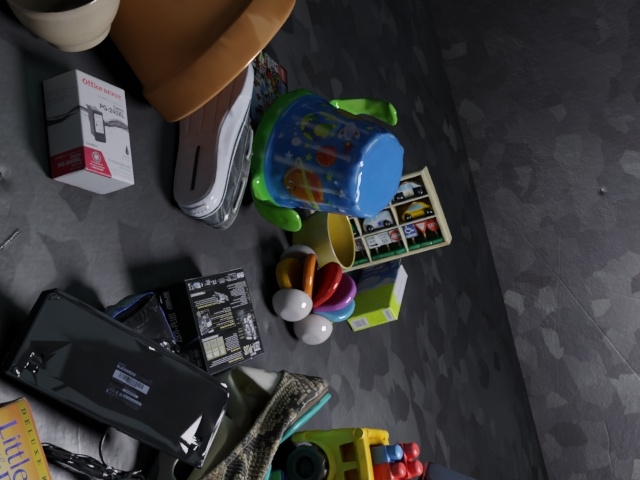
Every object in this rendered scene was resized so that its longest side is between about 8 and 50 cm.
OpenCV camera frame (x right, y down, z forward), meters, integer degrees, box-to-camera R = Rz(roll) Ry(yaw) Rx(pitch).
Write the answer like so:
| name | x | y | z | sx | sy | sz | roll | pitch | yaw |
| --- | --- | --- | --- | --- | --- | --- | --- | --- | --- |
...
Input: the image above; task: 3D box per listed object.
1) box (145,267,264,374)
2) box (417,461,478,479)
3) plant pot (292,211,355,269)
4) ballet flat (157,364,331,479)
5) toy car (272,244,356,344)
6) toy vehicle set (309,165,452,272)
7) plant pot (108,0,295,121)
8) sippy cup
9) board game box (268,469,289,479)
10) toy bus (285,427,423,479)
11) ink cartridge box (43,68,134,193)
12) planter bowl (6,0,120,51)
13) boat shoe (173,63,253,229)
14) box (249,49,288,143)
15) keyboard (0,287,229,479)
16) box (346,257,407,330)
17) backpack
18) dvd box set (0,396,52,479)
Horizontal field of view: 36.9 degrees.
| name | x | y | z | sx | sy | sz | roll | pitch | yaw |
| --- | --- | --- | --- | --- | --- | --- | --- | --- | --- |
| box | -0.176 | 0.129 | 1.489 | 0.180 | 0.078 | 0.147 | -13 | 88 | -65 |
| box | 0.191 | 0.628 | 1.595 | 0.293 | 0.212 | 0.395 | -62 | 171 | -56 |
| plant pot | 0.000 | 0.000 | 1.916 | 0.134 | 0.095 | 0.134 | -12 | 90 | -67 |
| ballet flat | -0.126 | 0.295 | 1.444 | 0.182 | 0.164 | 0.483 | 46 | 30 | -3 |
| toy car | -0.002 | 0.095 | 1.812 | 0.182 | 0.136 | 0.159 | 53 | 32 | -39 |
| toy vehicle set | 0.122 | -0.039 | 1.999 | 0.165 | 0.267 | 0.035 | 68 | 24 | -13 |
| plant pot | -0.211 | -0.358 | 1.495 | 0.203 | 0.291 | 0.290 | 44 | 35 | -21 |
| sippy cup | 0.025 | -0.148 | 1.802 | 0.240 | 0.224 | 0.305 | 21 | 89 | -57 |
| board game box | -0.046 | 0.499 | 1.607 | 0.136 | 0.035 | 0.201 | 40 | 41 | -52 |
| toy bus | 0.070 | 0.417 | 1.607 | 0.149 | 0.212 | 0.220 | 27 | 52 | -61 |
| ink cartridge box | -0.326 | -0.152 | 1.350 | 0.109 | 0.063 | 0.150 | 17 | 61 | -62 |
| planter bowl | -0.349 | -0.332 | 1.324 | 0.109 | 0.162 | 0.162 | 89 | 3 | -57 |
| boat shoe | -0.175 | -0.172 | 1.651 | 0.119 | 0.121 | 0.335 | 53 | 42 | -54 |
| box | -0.116 | -0.265 | 1.887 | 0.159 | 0.044 | 0.233 | 32 | 49 | -56 |
| keyboard | -0.263 | 0.214 | 1.214 | 0.317 | 0.033 | 0.201 | 37 | 66 | -34 |
| box | 0.127 | 0.118 | 2.106 | 0.042 | 0.109 | 0.178 | 58 | 29 | -25 |
| backpack | -0.264 | 0.135 | 1.290 | 0.114 | 0.084 | 0.105 | -36 | 110 | -57 |
| dvd box set | -0.397 | 0.353 | 0.910 | 0.420 | 0.062 | 0.307 | -20 | 94 | -65 |
